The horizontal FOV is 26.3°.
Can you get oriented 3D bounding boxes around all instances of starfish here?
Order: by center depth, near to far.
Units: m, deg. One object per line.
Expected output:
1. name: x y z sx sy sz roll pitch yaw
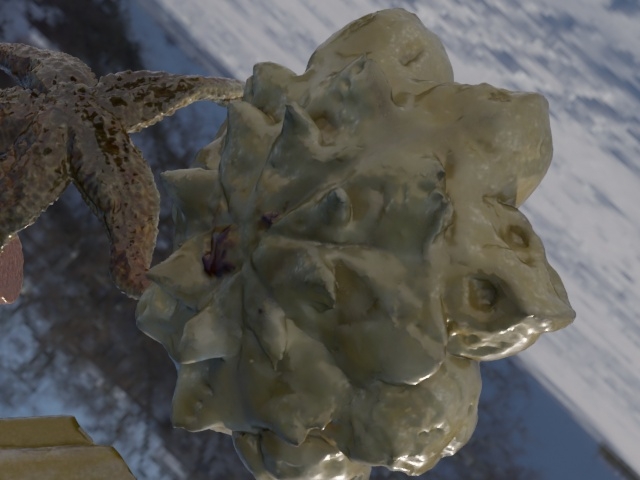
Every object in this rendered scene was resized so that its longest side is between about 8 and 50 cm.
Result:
1. starfish: -0.205 -0.080 1.152 0.094 0.327 0.375 80 166 -50

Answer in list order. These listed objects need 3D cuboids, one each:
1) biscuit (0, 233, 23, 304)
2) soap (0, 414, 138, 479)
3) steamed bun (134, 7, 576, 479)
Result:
1. biscuit: -0.398 0.024 1.515 0.324 0.049 0.205 -39 -59 -81
2. soap: -0.193 0.174 0.691 0.257 0.160 0.080 -1 -171 -24
3. steamed bun: 0.000 0.000 0.789 0.137 0.292 0.295 18 -177 -42
